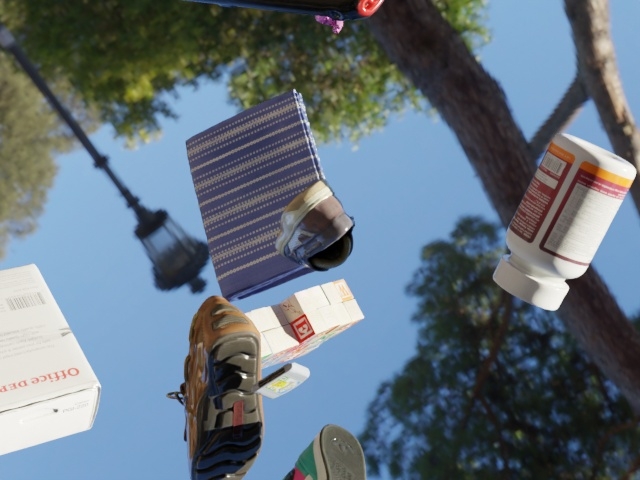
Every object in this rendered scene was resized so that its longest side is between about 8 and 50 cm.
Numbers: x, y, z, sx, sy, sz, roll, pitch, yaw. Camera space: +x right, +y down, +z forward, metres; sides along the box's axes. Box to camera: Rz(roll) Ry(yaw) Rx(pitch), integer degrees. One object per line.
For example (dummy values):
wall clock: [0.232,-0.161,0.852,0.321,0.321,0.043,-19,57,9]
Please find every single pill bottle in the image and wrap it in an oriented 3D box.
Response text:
pill bottle: [0.327,-0.025,1.477,0.221,0.121,0.121,-66,-153,15]

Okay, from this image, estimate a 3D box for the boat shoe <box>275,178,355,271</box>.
boat shoe: [0.000,0.000,1.552,0.103,0.092,0.285,-35,168,-12]

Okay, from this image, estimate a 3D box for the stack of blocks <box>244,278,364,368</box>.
stack of blocks: [-0.074,0.169,2.015,0.171,0.087,0.297,-35,167,33]

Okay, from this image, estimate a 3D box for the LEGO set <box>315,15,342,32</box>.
LEGO set: [-0.050,-0.357,1.531,0.087,0.227,0.093,124,-27,-56]

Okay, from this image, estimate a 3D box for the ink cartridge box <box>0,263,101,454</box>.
ink cartridge box: [-0.386,0.146,1.325,0.159,0.092,0.218,-13,-132,-33]

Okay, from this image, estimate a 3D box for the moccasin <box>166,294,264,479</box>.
moccasin: [-0.177,0.265,1.811,0.139,0.380,0.147,-13,-144,-18]

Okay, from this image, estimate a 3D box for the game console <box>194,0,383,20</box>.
game console: [-0.038,-0.405,1.270,0.387,0.060,0.342,13,-112,32]

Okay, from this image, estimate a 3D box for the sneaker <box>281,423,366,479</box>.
sneaker: [-0.015,0.446,1.700,0.178,0.124,0.295,-54,-163,30]

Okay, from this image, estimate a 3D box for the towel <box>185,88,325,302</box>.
towel: [-0.099,-0.078,1.898,0.243,0.040,0.335,-23,-114,16]

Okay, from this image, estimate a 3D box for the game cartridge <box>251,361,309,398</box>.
game cartridge: [-0.060,0.219,1.685,0.083,0.056,0.017,-34,-123,21]
